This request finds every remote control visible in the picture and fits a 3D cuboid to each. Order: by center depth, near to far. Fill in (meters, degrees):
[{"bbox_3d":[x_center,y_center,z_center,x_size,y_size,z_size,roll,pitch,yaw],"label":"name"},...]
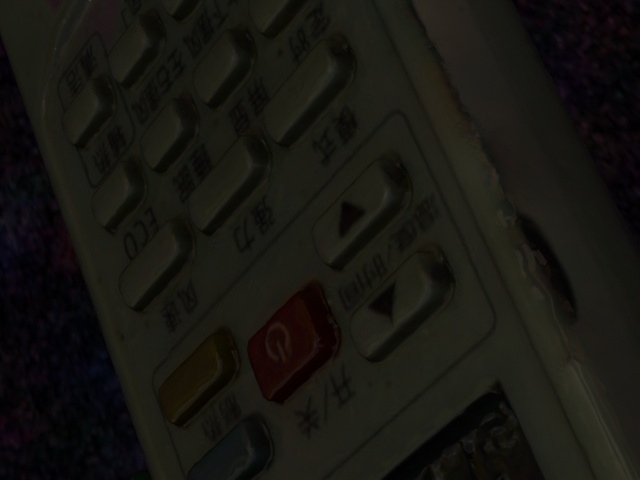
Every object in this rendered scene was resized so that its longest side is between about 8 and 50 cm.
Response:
[{"bbox_3d":[-0.001,0.000,0.411,0.050,0.344,0.145,1,144,-40],"label":"remote control"}]

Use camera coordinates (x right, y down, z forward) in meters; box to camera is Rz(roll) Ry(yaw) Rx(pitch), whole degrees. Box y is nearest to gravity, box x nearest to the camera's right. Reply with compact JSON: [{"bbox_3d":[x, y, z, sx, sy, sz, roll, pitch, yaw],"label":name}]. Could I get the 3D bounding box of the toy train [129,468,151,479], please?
[{"bbox_3d":[0.028,0.147,0.764,0.249,0.178,0.429,32,94,-5],"label":"toy train"}]
